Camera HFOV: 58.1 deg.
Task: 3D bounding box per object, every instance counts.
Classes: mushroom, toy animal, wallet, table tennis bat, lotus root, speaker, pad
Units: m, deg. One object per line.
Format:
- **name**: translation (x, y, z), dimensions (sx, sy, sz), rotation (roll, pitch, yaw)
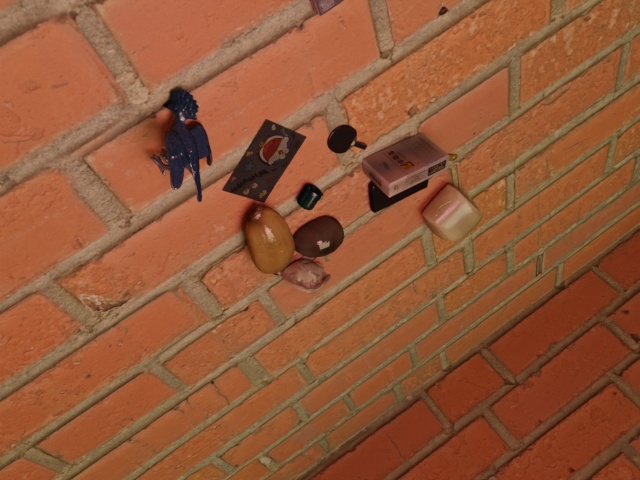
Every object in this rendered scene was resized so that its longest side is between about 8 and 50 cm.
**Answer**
- **mushroom**: translation (0.000, 0.000, 1.958), dimensions (0.188, 0.117, 0.141), rotation (-22, 128, -15)
- **toy animal**: translation (-0.330, -0.222, 1.407), dimensions (0.176, 0.239, 0.256), rotation (-26, 105, 26)
- **wallet**: translation (0.279, -0.198, 2.034), dimensions (0.250, 0.044, 0.149), rotation (-27, 142, -12)
- **table tennis bat**: translation (0.086, -0.307, 1.787), dimensions (0.158, 0.014, 0.095), rotation (9, 121, -43)
- **lotus root**: translation (-0.155, 0.010, 1.806), dimensions (0.146, 0.131, 0.303), rotation (-28, 141, -14)
- **speaker**: translation (-0.024, -0.134, 1.830), dimensions (0.094, 0.060, 0.075), rotation (10, 122, -45)
- **pad**: translation (-0.160, -0.223, 1.672), dimensions (0.170, 0.006, 0.246), rotation (14, 117, -48)

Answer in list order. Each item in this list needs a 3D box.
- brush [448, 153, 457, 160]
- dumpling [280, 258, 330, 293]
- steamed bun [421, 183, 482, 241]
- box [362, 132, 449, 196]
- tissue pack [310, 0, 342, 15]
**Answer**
- **brush**: translation (0.430, -0.302, 2.088), dimensions (0.205, 0.011, 0.083), rotation (-4, 131, -39)
- **dumpling**: translation (-0.043, 0.128, 2.025), dimensions (0.199, 0.136, 0.119), rotation (-19, 132, -41)
- **steamed bun**: translation (0.522, -0.091, 2.260), dimensions (0.200, 0.155, 0.250), rotation (-48, 139, 10)
- **box**: translation (0.279, -0.251, 1.893), dimensions (0.242, 0.155, 0.067), rotation (-27, 140, -19)
- **tissue pack**: translation (0.038, -0.632, 1.388), dimensions (0.156, 0.051, 0.112), rotation (-36, 145, -5)
